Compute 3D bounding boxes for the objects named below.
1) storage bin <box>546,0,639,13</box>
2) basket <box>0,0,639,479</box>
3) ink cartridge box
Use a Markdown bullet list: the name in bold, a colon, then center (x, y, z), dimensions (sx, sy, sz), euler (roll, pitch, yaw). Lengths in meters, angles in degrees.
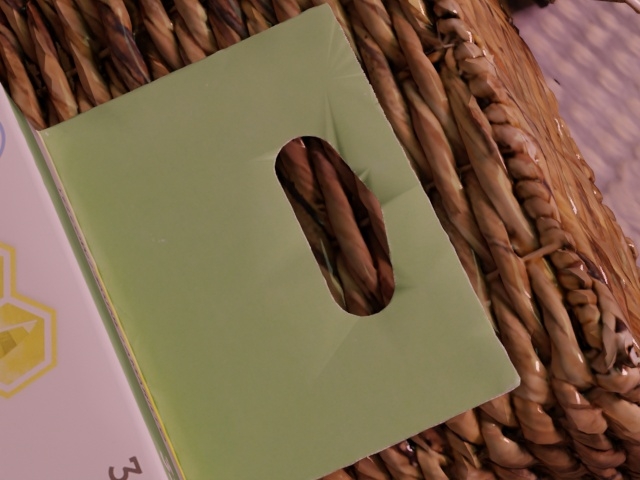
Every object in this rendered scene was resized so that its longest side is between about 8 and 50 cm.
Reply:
- **storage bin**: center (0.075, -0.235, 0.927), dimensions (0.260, 0.123, 0.262), euler (38, 6, -7)
- **basket**: center (0.000, 0.000, 0.800), dimensions (0.299, 0.223, 0.213), euler (65, 13, 22)
- **ink cartridge box**: center (-0.075, 0.022, 0.649), dimensions (0.171, 0.235, 0.056), euler (65, 1, 22)
